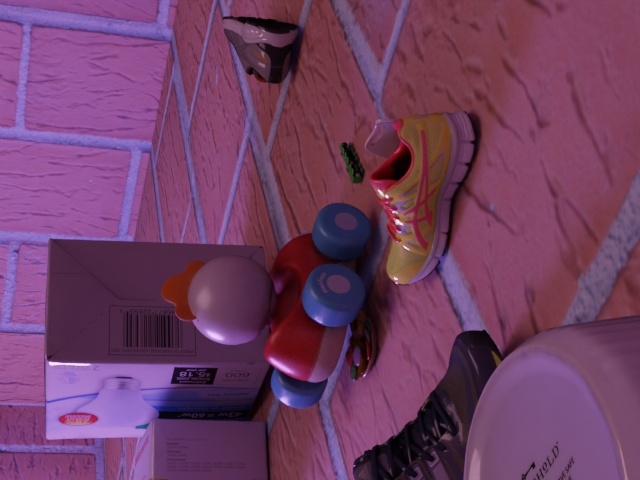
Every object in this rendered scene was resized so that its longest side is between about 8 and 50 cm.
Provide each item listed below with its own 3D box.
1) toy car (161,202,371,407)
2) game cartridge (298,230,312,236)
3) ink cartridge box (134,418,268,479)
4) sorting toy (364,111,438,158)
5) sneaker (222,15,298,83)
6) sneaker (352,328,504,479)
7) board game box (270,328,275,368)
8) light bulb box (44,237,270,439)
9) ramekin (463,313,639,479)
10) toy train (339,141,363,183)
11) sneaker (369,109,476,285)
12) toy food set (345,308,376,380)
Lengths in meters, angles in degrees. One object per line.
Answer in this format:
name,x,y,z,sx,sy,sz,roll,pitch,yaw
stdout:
toy car,-0.080,0.065,1.330,0.219,0.238,0.210,111,171,-46
game cartridge,0.000,0.000,1.446,0.083,0.056,0.017,162,119,-72
ink cartridge box,-0.201,0.453,1.725,0.198,0.197,0.270,123,147,-57
sorting toy,0.091,-0.115,1.157,0.083,0.075,0.045,118,151,-50
sneaker,-0.114,-0.339,1.833,0.271,0.100,0.108,-133,45,-67
sneaker,0.098,0.212,0.970,0.111,0.121,0.300,-114,34,-56
board game box,-0.037,0.128,1.579,0.186,0.026,0.126,119,150,-52
light bulb box,-0.290,0.181,1.787,0.361,0.358,0.225,112,157,-57
ramekin,0.193,0.175,0.673,0.273,0.127,0.272,-176,90,-72
toy train,0.041,-0.105,1.411,0.083,0.017,0.023,-110,19,-53
sneaker,0.091,-0.047,1.109,0.081,0.094,0.208,-117,35,-57
toy food set,0.050,0.132,1.312,0.082,0.020,0.083,-116,36,-58
